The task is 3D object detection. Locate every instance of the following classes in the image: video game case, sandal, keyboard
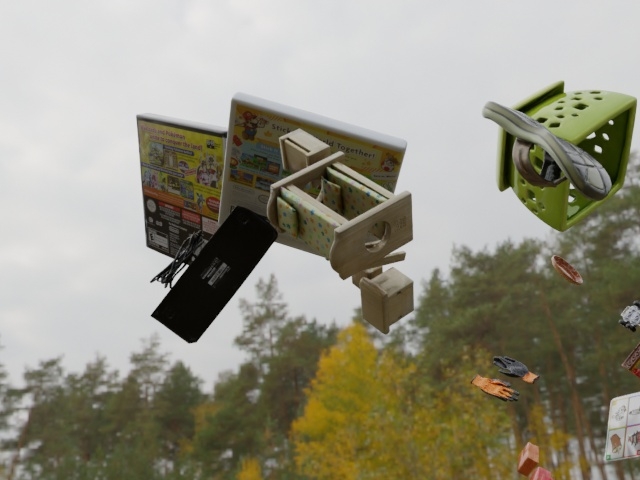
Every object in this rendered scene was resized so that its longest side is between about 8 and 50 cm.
[{"bbox_3d":[-0.018,-0.073,1.049,0.226,0.026,0.206,17,-50,7],"label":"video game case"},{"bbox_3d":[-0.225,-0.080,1.365,0.035,0.248,0.274,-15,22,-39],"label":"video game case"},{"bbox_3d":[0.357,-0.135,1.297,0.120,0.303,0.086,20,-70,-32],"label":"sandal"},{"bbox_3d":[-0.150,0.035,1.063,0.100,0.192,0.038,40,-8,-18],"label":"keyboard"}]

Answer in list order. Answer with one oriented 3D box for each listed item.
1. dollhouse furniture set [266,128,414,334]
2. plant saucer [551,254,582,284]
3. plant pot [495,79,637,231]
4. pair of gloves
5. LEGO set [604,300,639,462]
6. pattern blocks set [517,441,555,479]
[{"bbox_3d":[0.000,0.000,0.846,0.101,0.182,0.161,-29,-48,-26],"label":"dollhouse furniture set"},{"bbox_3d":[0.534,0.066,1.737,0.083,0.083,0.013,15,-56,-42],"label":"plant saucer"},{"bbox_3d":[0.492,-0.191,1.658,0.227,0.207,0.228,-31,-45,-28],"label":"plant pot"},{"bbox_3d":[0.271,0.202,1.174,0.074,0.010,0.083,25,44,38],"label":"pair of gloves"},{"bbox_3d":[0.398,0.119,0.846,0.060,0.244,0.182,36,-39,-19],"label":"LEGO set"},{"bbox_3d":[0.251,0.423,1.118,0.026,0.286,0.325,23,-3,8],"label":"pattern blocks set"}]
